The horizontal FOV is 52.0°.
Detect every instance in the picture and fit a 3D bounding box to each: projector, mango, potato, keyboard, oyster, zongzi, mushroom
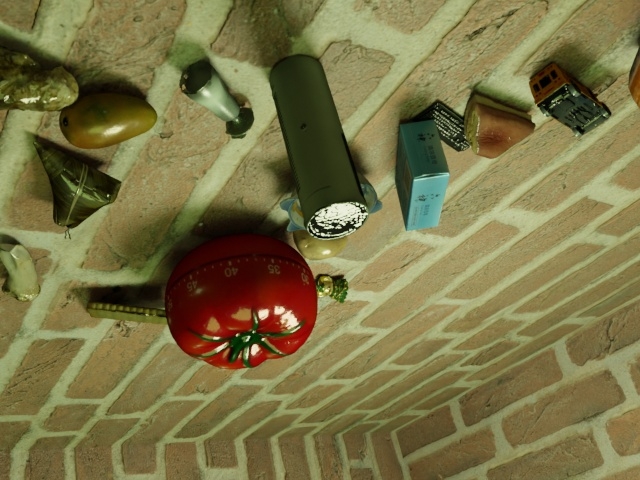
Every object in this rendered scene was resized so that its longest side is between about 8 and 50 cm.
[{"bbox_3d":[-0.009,-0.165,1.121,0.108,0.337,0.108,-11,148,-7],"label":"projector"},{"bbox_3d":[-0.369,-0.212,1.142,0.163,0.089,0.111,-18,177,-9],"label":"mango"},{"bbox_3d":[0.002,-0.001,1.641,0.147,0.112,0.112,0,149,-39],"label":"potato"},{"bbox_3d":[0.283,-0.242,1.436,0.074,0.015,0.196,-33,144,30],"label":"keyboard"},{"bbox_3d":[-0.551,-0.232,1.040,0.294,0.094,0.166,-12,159,9],"label":"oyster"},{"bbox_3d":[-0.518,-0.103,1.289,0.187,0.084,0.184,-30,133,34],"label":"zongzi"},{"bbox_3d":[-0.695,0.066,1.505,0.084,0.071,0.209,23,142,1],"label":"mushroom"}]

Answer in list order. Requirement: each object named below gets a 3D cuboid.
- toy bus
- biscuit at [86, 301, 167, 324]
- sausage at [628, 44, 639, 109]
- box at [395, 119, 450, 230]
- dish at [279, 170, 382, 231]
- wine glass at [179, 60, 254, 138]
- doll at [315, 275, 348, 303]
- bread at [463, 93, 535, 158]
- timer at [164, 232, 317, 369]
[{"bbox_3d":[0.525,-0.294,1.379,0.194,0.088,0.083,17,139,-39],"label":"toy bus"},{"bbox_3d":[-0.492,0.199,1.769,0.254,0.029,0.172,9,163,-13],"label":"biscuit"},{"bbox_3d":[0.709,-0.374,1.181,0.233,0.233,0.287,-14,148,0],"label":"sausage"},{"bbox_3d":[0.218,-0.138,1.445,0.083,0.142,0.232,-10,152,0],"label":"box"},{"bbox_3d":[0.011,-0.103,1.489,0.228,0.086,0.236,-34,145,33],"label":"dish"},{"bbox_3d":[-0.181,-0.248,1.177,0.072,0.072,0.155,-23,150,16],"label":"wine glass"},{"bbox_3d":[0.027,0.135,1.948,0.113,0.077,0.078,20,117,-1],"label":"doll"},{"bbox_3d":[0.367,-0.241,1.413,0.192,0.067,0.119,12,121,-36],"label":"bread"},{"bbox_3d":[-0.196,0.147,1.636,0.378,0.279,0.378,-9,148,-5],"label":"timer"}]
